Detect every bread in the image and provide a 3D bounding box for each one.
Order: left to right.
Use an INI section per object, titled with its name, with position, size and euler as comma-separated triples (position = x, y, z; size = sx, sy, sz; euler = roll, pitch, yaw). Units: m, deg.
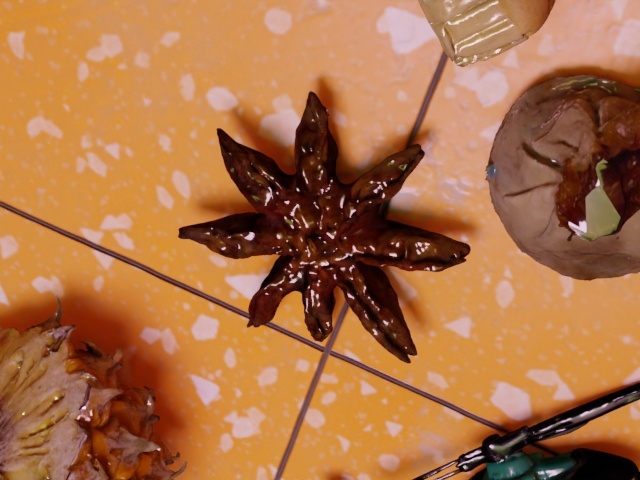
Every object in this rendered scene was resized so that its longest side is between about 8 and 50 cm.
[bread]
position = 0.114, -0.265, 1.076
size = 0.106, 0.140, 0.236
euler = -17, 113, 22

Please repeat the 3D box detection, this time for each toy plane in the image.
[toy plane]
position = 0.173, 0.267, 1.362
size = 0.381, 0.106, 0.155
euler = -23, 101, 28

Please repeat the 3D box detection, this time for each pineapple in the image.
[pineapple]
position = -0.247, 0.214, 1.462
size = 0.344, 0.209, 0.286
euler = 8, 153, 41

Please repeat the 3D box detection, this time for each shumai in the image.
[shumai]
position = 0.237, -0.040, 1.164
size = 0.201, 0.120, 0.201
euler = 6, 116, 13

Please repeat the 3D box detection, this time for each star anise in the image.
[star anise]
position = 0.000, 0.001, 1.285
size = 0.288, 0.088, 0.288
euler = 9, 121, 15
